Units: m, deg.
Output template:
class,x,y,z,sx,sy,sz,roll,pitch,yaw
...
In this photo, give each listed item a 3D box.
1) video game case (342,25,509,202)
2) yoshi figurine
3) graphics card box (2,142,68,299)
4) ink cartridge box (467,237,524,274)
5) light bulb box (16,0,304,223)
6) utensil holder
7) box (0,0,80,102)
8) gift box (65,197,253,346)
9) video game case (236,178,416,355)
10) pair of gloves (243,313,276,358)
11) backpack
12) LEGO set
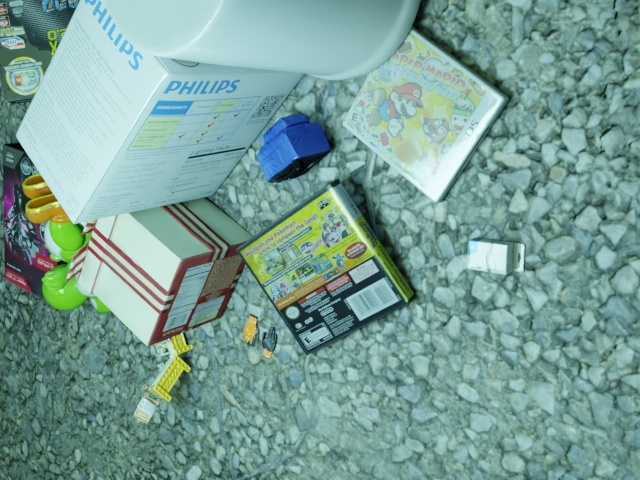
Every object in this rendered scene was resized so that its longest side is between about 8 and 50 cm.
class,x,y,z,sx,sy,sz,roll,pitch,yaw
video game case,0.162,-0.209,1.223,0.227,0.026,0.206,44,123,22
yoshi figurine,-0.580,0.036,1.690,0.203,0.203,0.362,12,135,27
graphics card box,-0.689,-0.044,1.874,0.233,0.094,0.370,20,111,33
ink cartridge box,0.277,0.025,1.186,0.083,0.028,0.048,8,105,36
light bulb box,-0.284,-0.248,1.346,0.225,0.358,0.361,52,125,14
utensil holder,-0.082,-0.413,1.118,0.328,0.385,0.327,7,101,39
box,-0.559,-0.421,1.616,0.270,0.060,0.216,-7,96,2
gift box,-0.335,0.045,1.520,0.258,0.255,0.276,40,115,22
video game case,0.002,0.057,1.372,0.275,0.035,0.248,-33,92,38
pair of gloves,-0.125,0.198,1.546,0.083,0.010,0.074,27,115,29
backpack,-0.055,-0.164,1.359,0.120,0.098,0.101,-38,71,49
LEGO set,-0.369,0.265,1.672,0.107,0.132,0.287,-18,67,44
